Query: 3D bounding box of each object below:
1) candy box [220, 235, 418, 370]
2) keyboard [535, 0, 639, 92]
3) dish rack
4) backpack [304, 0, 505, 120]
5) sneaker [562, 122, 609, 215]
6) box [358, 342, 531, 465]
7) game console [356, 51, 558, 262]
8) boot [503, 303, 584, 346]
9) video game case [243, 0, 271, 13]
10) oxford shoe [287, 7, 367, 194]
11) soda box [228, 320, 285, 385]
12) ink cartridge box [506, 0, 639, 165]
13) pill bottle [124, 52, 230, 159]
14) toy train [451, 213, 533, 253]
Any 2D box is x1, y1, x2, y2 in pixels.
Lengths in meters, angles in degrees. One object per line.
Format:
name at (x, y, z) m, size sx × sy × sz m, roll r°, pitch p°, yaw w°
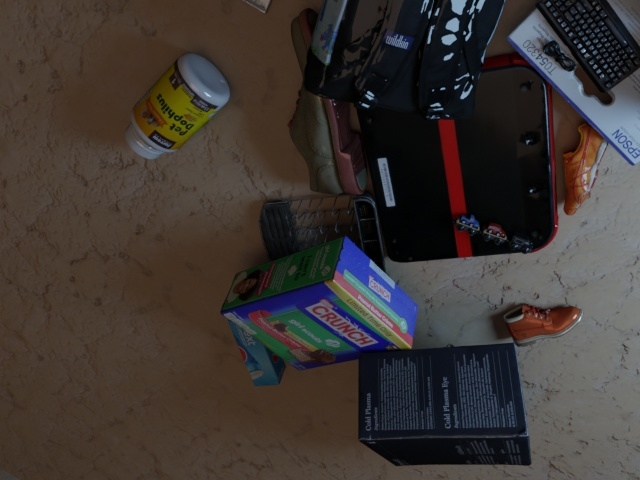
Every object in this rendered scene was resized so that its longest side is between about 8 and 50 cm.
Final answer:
candy box at (-0.001, 0.146, 1.154) m, size 0.317 × 0.122 × 0.268 m, roll -21°, pitch 130°, yaw 36°
keyboard at (0.406, -0.310, 0.846) m, size 0.108 × 0.023 × 0.180 m, roll -37°, pitch 105°, yaw 29°
dish rack at (0.000, 0.000, 1.168) m, size 0.271 × 0.074 × 0.208 m, roll -4°, pitch 118°, yaw 16°
backpack at (0.140, -0.394, 0.802) m, size 0.290 × 0.273 × 0.356 m, roll 4°, pitch 135°, yaw -11°
sneaker at (0.471, -0.130, 0.999) m, size 0.067 × 0.064 × 0.175 m, roll 20°, pitch 119°, yaw 25°
box at (0.271, 0.363, 1.168) m, size 0.312 × 0.179 × 0.343 m, roll -8°, pitch 148°, yaw 17°
game console at (0.265, -0.137, 1.044) m, size 0.341 × 0.060 × 0.387 m, roll -5°, pitch 118°, yaw 20°
boot at (0.469, 0.165, 1.162) m, size 0.157 × 0.059 × 0.085 m, roll -28°, pitch 105°, yaw 27°
video game case at (-0.109, -0.475, 0.956) m, size 0.087 × 0.011 × 0.122 m, roll 29°, pitch 122°, yaw -3°
oxford shoe at (-0.013, -0.236, 1.010) m, size 0.130 × 0.123 × 0.348 m, roll -4°, pitch 117°, yaw 23°
soda box at (-0.155, 0.260, 1.359) m, size 0.071 × 0.067 × 0.210 m, roll -8°, pitch 117°, yaw 17°
ink cartridge box at (0.523, -0.338, 0.852) m, size 0.324 × 0.071 × 0.330 m, roll 40°, pitch 123°, yaw -11°
pill bottle at (-0.284, -0.252, 1.064) m, size 0.215 × 0.117 × 0.117 m, roll -35°, pitch 106°, yaw 28°
toy train at (0.329, -0.016, 1.045) m, size 0.158 × 0.027 × 0.036 m, roll 20°, pitch 120°, yaw 5°
